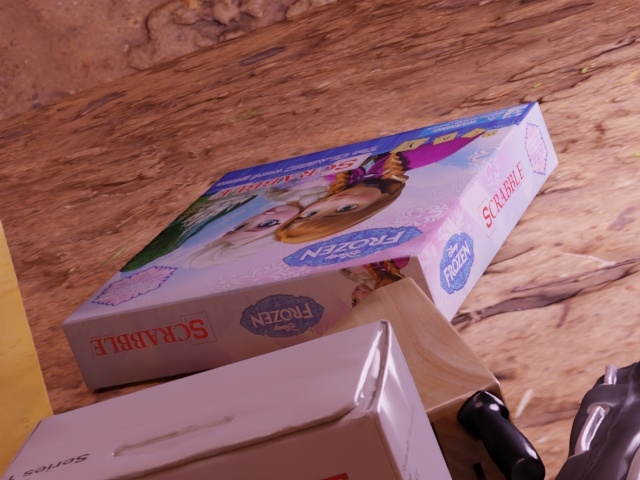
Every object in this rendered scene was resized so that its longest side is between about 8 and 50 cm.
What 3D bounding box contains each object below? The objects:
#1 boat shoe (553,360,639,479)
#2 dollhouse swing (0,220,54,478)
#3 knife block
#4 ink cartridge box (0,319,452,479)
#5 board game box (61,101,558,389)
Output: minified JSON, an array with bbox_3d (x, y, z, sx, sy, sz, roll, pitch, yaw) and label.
[{"bbox_3d":[0.158,0.125,0.804,0.095,0.112,0.335,-32,5,28],"label":"boat shoe"},{"bbox_3d":[-0.414,0.083,1.176,0.315,0.347,0.305,-8,13,30],"label":"dollhouse swing"},{"bbox_3d":[0.073,0.112,0.952,0.242,0.088,0.276,-6,22,38],"label":"knife block"},{"bbox_3d":[-0.012,0.158,0.677,0.160,0.219,0.092,-17,18,13],"label":"ink cartridge box"},{"bbox_3d":[0.000,0.000,1.419,0.319,0.066,0.318,-12,19,27],"label":"board game box"}]
